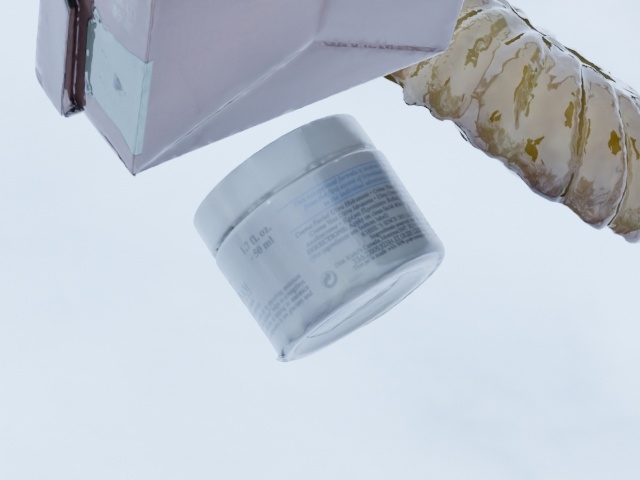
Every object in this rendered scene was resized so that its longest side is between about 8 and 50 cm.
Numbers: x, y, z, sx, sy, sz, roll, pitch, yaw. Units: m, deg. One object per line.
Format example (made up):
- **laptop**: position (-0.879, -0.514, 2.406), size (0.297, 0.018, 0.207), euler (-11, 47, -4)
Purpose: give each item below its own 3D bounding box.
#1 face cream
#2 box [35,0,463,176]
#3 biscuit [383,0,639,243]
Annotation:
- **face cream**: position (0.000, 0.000, 1.471), size (0.177, 0.177, 0.153), euler (-28, 75, -19)
- **box**: position (-0.016, -0.154, 0.780), size (0.215, 0.215, 0.086), euler (-24, 60, -29)
- **biscuit**: position (0.170, -0.122, 1.378), size (0.326, 0.325, 0.107), euler (32, 106, -17)
